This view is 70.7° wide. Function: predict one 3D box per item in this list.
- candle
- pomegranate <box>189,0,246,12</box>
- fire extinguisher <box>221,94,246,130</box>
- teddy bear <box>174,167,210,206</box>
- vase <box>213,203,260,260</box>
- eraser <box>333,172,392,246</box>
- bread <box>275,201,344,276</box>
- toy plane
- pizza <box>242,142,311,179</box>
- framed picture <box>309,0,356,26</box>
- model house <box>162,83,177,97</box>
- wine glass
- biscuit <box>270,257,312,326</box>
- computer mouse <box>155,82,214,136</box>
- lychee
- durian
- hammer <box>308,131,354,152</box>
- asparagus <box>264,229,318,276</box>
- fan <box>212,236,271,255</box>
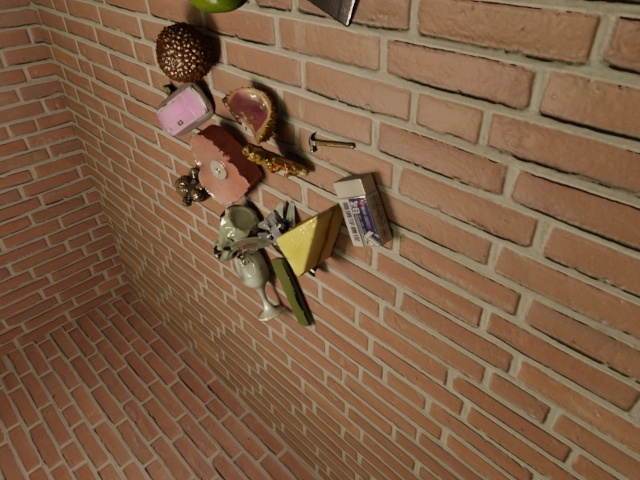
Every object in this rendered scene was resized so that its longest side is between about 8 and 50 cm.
[{"bbox_3d":[-0.346,-0.282,1.723,0.287,0.131,0.316,22,141,32],"label":"candle"},{"bbox_3d":[-0.304,-0.731,1.181,0.236,0.302,0.235,7,104,28],"label":"pomegranate"},{"bbox_3d":[-0.297,-0.456,1.603,0.132,0.039,0.056,53,154,7],"label":"fire extinguisher"},{"bbox_3d":[-0.561,-0.228,2.027,0.252,0.181,0.129,16,164,43],"label":"teddy bear"},{"bbox_3d":[-0.374,-0.024,1.930,0.165,0.165,0.360,55,149,5],"label":"vase"},{"bbox_3d":[0.125,-0.088,1.338,0.125,0.068,0.209,0,115,51],"label":"eraser"},{"bbox_3d":[0.001,-0.002,1.466,0.264,0.168,0.163,-24,97,54],"label":"bread"},{"bbox_3d":[-0.122,0.007,1.639,0.212,0.088,0.267,-41,68,28],"label":"toy plane"},{"bbox_3d":[-0.153,-0.256,1.480,0.069,0.227,0.147,-66,18,9],"label":"pizza"},{"bbox_3d":[-0.028,-0.691,1.054,0.324,0.013,0.244,40,150,11],"label":"framed picture"},{"bbox_3d":[-0.617,-0.600,1.868,0.083,0.057,0.058,46,139,15],"label":"model house"},{"bbox_3d":[-0.266,0.189,1.968,0.144,0.144,0.320,-5,110,52],"label":"wine glass"},{"bbox_3d":[-0.116,0.217,1.886,0.099,0.038,0.322,-4,113,55],"label":"biscuit"},{"bbox_3d":[-0.537,-0.520,1.791,0.311,0.071,0.158,-16,115,41],"label":"computer mouse"},{"bbox_3d":[-0.475,-0.640,1.550,0.239,0.200,0.199,11,125,31],"label":"lychee"},{"bbox_3d":[-0.213,-0.404,1.459,0.183,0.132,0.165,29,128,40],"label":"durian"},{"bbox_3d":[0.030,-0.290,1.346,0.182,0.017,0.062,15,127,43],"label":"hammer"},{"bbox_3d":[-0.108,0.041,1.716,0.287,0.080,0.080,35,139,22],"label":"asparagus"},{"bbox_3d":[-0.335,0.032,1.858,0.311,0.182,0.010,-16,72,29],"label":"fan"}]
